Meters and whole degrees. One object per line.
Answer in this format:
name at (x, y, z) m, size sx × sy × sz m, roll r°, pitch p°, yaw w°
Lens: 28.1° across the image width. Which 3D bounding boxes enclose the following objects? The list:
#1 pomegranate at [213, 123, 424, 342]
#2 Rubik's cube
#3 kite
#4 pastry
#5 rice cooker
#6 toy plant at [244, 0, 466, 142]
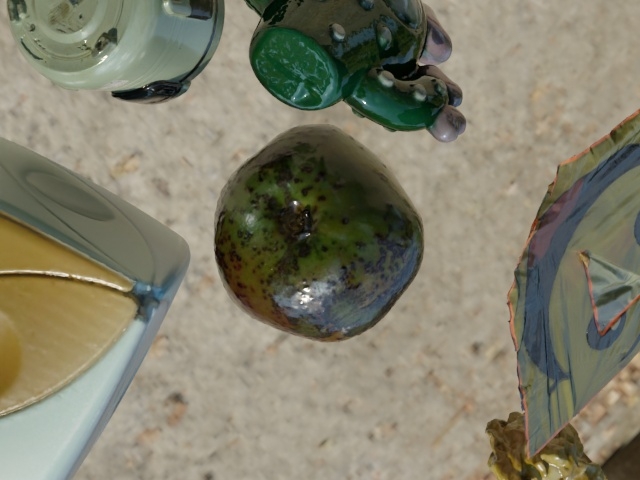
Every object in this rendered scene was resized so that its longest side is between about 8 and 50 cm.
pomegranate at (0.000, 0.000, 1.712) m, size 0.285 × 0.285 × 0.341 m, roll -47°, pitch 171°, yaw 2°
Rubik's cube at (-0.392, 0.094, 1.619) m, size 0.352 × 0.347 × 0.351 m, roll -61°, pitch -177°, yaw 8°
kite at (0.261, 0.020, 1.099) m, size 0.327 × 0.013 × 0.377 m, roll 19°, pitch 96°, yaw -50°
pastry at (0.269, 0.295, 1.371) m, size 0.102 × 0.154 × 0.250 m, roll -37°, pitch 117°, yaw -8°
rice cooker at (-0.240, -0.282, 1.558) m, size 0.226 × 0.226 × 0.244 m, roll -56°, pitch 163°, yaw 14°
toy plant at (0.023, -0.188, 1.113) m, size 0.232 × 0.243 × 0.112 m, roll 24°, pitch 128°, yaw -23°
